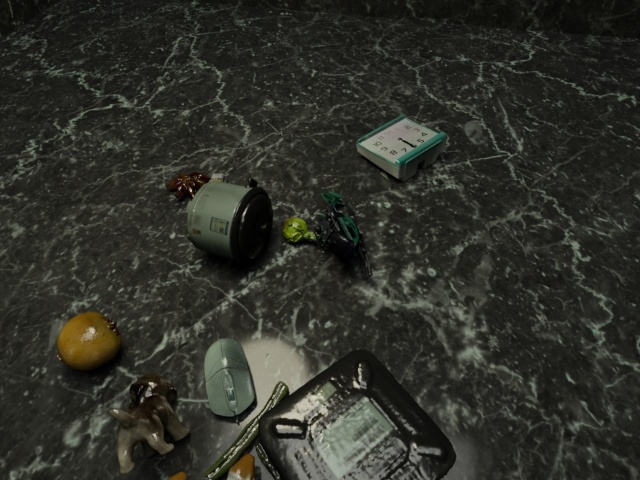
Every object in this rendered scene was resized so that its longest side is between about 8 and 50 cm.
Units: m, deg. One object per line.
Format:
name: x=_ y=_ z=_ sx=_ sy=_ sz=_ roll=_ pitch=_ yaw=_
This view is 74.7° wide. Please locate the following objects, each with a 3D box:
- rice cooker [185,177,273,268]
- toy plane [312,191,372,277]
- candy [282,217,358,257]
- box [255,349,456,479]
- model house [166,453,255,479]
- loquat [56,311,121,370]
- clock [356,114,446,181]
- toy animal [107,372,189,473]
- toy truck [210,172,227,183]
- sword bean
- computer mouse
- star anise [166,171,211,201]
rice cooker: x=-0.262 y=-0.057 z=1.286 sx=0.227 sy=0.241 sz=0.281 roll=13 pitch=87 yaw=18
toy plane: x=0.060 y=-0.048 z=1.326 sx=0.155 sy=0.106 sz=0.382 roll=17 pitch=31 yaw=-29
candy: x=0.000 y=-0.001 z=1.347 sx=0.262 sy=0.077 sz=0.073 roll=22 pitch=38 yaw=10
box: x=0.073 y=0.457 z=0.938 sx=0.359 sy=0.091 sz=0.350 roll=-31 pitch=56 yaw=-24
model house: x=-0.210 y=0.553 z=0.803 sx=0.271 sy=0.190 sz=0.301 roll=13 pitch=51 yaw=15
loquat: x=-0.599 y=0.261 z=1.092 sx=0.163 sy=0.137 sz=0.163 roll=-13 pitch=42 yaw=11
clock: x=0.307 y=-0.352 z=1.604 sx=0.262 sy=0.116 sz=0.231 roll=-33 pitch=51 yaw=-25
toy animal: x=-0.392 y=0.407 z=0.950 sx=0.121 sy=0.233 sz=0.169 roll=-25 pitch=93 yaw=-5
toy truck: x=-0.374 y=-0.191 z=1.512 sx=0.052 sy=0.063 sz=0.123 roll=-1 pitch=50 yaw=2
sword bean: x=-0.164 y=0.446 z=0.990 sx=0.043 sy=0.038 sz=0.269 roll=34 pitch=58 yaw=16
computer mouse: x=-0.236 y=0.340 z=1.059 sx=0.113 sy=0.068 sz=0.229 roll=-16 pitch=51 yaw=-10
star anise: x=-0.480 y=-0.207 z=1.533 sx=0.167 sy=0.057 sz=0.168 roll=0 pitch=51 yaw=1
